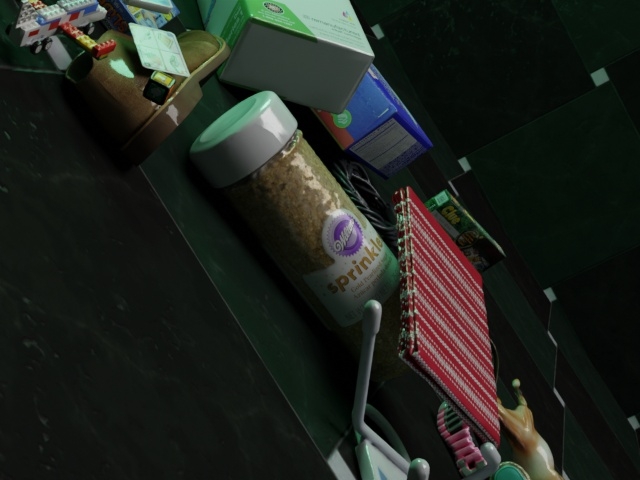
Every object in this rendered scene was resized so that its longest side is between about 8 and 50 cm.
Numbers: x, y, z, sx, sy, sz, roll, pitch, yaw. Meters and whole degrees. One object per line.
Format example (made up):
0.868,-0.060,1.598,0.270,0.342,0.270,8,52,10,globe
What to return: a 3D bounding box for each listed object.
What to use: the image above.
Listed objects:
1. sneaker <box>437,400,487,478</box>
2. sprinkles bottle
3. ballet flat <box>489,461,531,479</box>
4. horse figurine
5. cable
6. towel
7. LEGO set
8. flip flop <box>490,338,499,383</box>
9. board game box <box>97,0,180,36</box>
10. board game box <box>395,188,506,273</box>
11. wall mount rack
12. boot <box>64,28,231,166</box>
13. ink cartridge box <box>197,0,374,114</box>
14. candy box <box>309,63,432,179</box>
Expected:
0.194,0.273,1.509,0.057,0.047,0.119,43,26,-63,sneaker
0.000,0.000,1.281,0.355,0.121,0.121,52,15,-19,sprinkles bottle
0.302,0.402,1.538,0.067,0.073,0.206,59,5,-74,ballet flat
0.309,0.318,1.635,0.174,0.066,0.263,-27,95,-78,horse figurine
0.066,-0.070,1.825,0.150,0.047,0.184,23,32,-52,cable
0.144,0.085,1.290,0.199,0.031,0.275,47,29,-34,towel
-0.207,-0.222,1.035,0.182,0.060,0.244,8,39,-31,LEGO set
0.243,0.196,1.750,0.112,0.080,0.277,48,17,-32,flip flop
-0.237,-0.302,1.317,0.136,0.035,0.201,54,14,-13,board game box
0.225,0.008,1.983,0.259,0.136,0.030,40,24,-51,board game box
0.102,0.241,1.085,0.304,0.130,0.350,46,17,-35,wall mount rack
-0.175,-0.185,1.152,0.115,0.112,0.305,43,19,-12,boot
-0.062,-0.331,1.640,0.201,0.117,0.278,12,37,-27,ink cartridge box
0.048,-0.260,1.938,0.268,0.122,0.317,55,9,15,candy box
